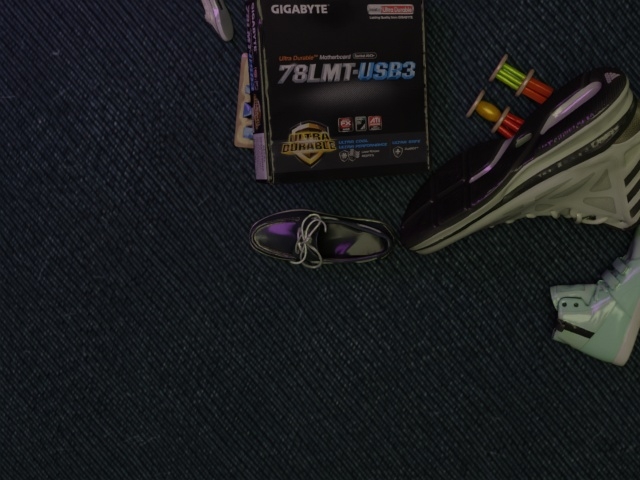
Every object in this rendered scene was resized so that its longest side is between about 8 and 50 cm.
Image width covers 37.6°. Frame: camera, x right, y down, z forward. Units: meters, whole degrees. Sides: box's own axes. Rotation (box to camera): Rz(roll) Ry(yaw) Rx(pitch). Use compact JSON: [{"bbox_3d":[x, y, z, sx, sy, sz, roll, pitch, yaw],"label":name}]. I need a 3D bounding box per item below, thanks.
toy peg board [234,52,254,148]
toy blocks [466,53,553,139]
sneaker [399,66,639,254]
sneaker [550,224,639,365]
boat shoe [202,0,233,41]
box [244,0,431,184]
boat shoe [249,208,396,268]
[{"bbox_3d":[-0.065,-0.230,1.583,0.161,0.079,0.161,6,97,5],"label":"toy peg board"},{"bbox_3d":[0.334,-0.218,1.552,0.148,0.054,0.123,33,100,2],"label":"toy blocks"},{"bbox_3d":[0.358,-0.055,1.513,0.447,0.169,0.257,-34,118,29],"label":"sneaker"},{"bbox_3d":[0.465,0.068,1.554,0.151,0.094,0.256,16,97,7],"label":"sneaker"},{"bbox_3d":[-0.180,-0.385,1.602,0.035,0.035,0.100,-16,100,35],"label":"boat shoe"},{"bbox_3d":[0.032,-0.245,1.512,0.295,0.073,0.293,-5,98,-23],"label":"box"},{"bbox_3d":[0.000,0.000,1.604,0.254,0.079,0.095,7,98,5],"label":"boat shoe"}]
